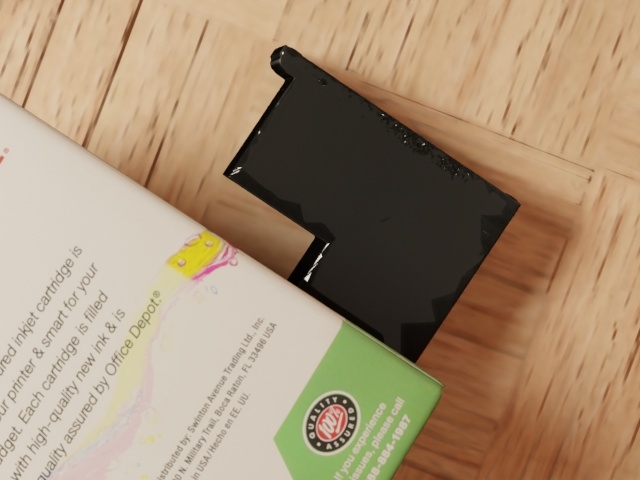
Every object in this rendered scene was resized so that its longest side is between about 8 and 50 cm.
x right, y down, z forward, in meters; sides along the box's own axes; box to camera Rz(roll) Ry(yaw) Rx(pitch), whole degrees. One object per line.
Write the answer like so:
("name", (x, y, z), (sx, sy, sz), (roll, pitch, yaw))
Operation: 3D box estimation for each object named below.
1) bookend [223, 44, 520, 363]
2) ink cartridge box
("bookend", (0.000, 0.000, 1.026), (0.156, 0.072, 0.157), (33, 89, -7))
("ink cartridge box", (-0.114, 0.081, 0.908), (0.278, 0.117, 0.201), (33, 81, -9))
